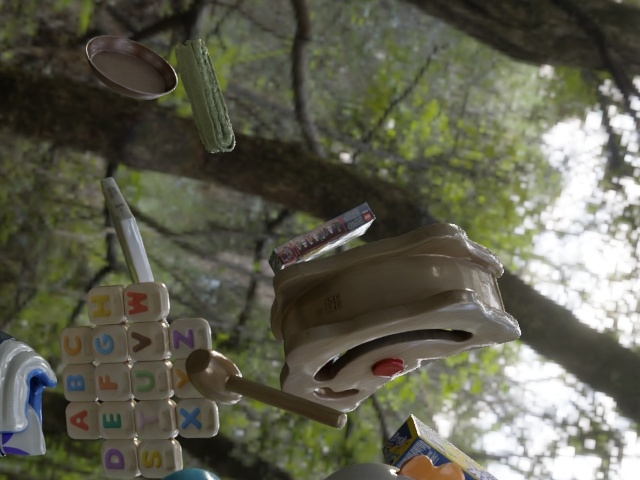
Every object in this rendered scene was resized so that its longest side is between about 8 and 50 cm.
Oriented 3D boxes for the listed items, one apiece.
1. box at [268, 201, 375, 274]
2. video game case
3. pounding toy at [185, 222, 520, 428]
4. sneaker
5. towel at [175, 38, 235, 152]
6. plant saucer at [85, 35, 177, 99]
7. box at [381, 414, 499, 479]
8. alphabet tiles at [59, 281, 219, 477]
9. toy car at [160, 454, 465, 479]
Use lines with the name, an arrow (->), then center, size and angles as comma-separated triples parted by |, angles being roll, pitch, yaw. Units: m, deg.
box -> 0.000, 0.000, 1.562 | 0.027, 0.137, 0.094 | 62, -12, 7
video game case -> -0.296, 0.032, 1.924 | 0.206, 0.026, 0.227 | -133, -153, -62
pounding toy -> 0.036, 0.107, 1.015 | 0.154, 0.269, 0.155 | 60, 16, -57
sneaker -> -0.479, 0.256, 1.538 | 0.130, 0.236, 0.323 | 84, 29, -57
towel -> -0.149, -0.183, 1.533 | 0.110, 0.027, 0.148 | -173, -116, -72
plant saucer -> -0.330, -0.294, 2.080 | 0.029, 0.168, 0.168 | -58, -157, 32
box -> 0.148, 0.264, 1.298 | 0.054, 0.169, 0.059 | -50, -167, 9
alphabet tiles -> -0.272, 0.204, 1.751 | 0.021, 0.278, 0.284 | -6, 91, -60
toy car -> 0.020, 0.258, 0.917 | 0.219, 0.238, 0.210 | 45, -21, 58
